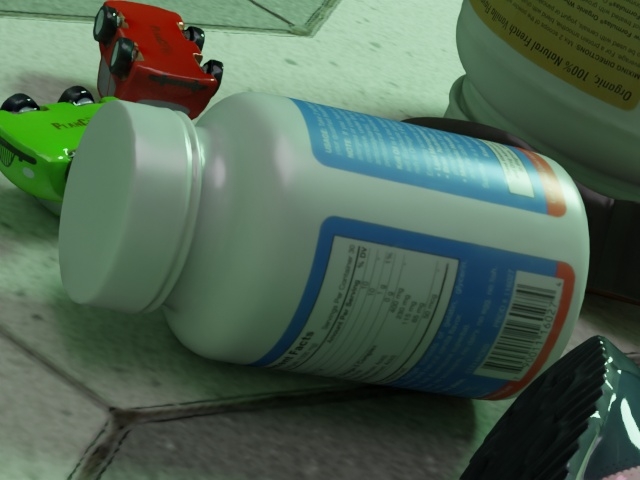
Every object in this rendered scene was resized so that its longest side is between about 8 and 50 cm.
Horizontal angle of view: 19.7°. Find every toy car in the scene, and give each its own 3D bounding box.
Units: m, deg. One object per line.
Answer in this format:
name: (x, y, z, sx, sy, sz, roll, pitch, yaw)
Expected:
toy car: (-0.087, -0.047, 0.949, 0.239, 0.053, 0.225, 35, 28, 27)

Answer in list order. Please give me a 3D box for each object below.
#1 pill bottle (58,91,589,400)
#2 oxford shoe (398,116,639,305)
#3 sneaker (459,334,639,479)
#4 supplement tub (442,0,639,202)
pill bottle: (0.000, 0.000, 0.842, 0.221, 0.124, 0.124, 11, 27, -25)
oxford shoe: (0.127, -0.007, 1.057, 0.212, 0.076, 0.076, 24, -6, 8)
sneaker: (0.114, 0.153, 0.683, 0.131, 0.112, 0.319, 37, 26, -10)
supplement tub: (0.220, -0.168, 1.135, 0.228, 0.316, 0.228, 19, 25, -9)
